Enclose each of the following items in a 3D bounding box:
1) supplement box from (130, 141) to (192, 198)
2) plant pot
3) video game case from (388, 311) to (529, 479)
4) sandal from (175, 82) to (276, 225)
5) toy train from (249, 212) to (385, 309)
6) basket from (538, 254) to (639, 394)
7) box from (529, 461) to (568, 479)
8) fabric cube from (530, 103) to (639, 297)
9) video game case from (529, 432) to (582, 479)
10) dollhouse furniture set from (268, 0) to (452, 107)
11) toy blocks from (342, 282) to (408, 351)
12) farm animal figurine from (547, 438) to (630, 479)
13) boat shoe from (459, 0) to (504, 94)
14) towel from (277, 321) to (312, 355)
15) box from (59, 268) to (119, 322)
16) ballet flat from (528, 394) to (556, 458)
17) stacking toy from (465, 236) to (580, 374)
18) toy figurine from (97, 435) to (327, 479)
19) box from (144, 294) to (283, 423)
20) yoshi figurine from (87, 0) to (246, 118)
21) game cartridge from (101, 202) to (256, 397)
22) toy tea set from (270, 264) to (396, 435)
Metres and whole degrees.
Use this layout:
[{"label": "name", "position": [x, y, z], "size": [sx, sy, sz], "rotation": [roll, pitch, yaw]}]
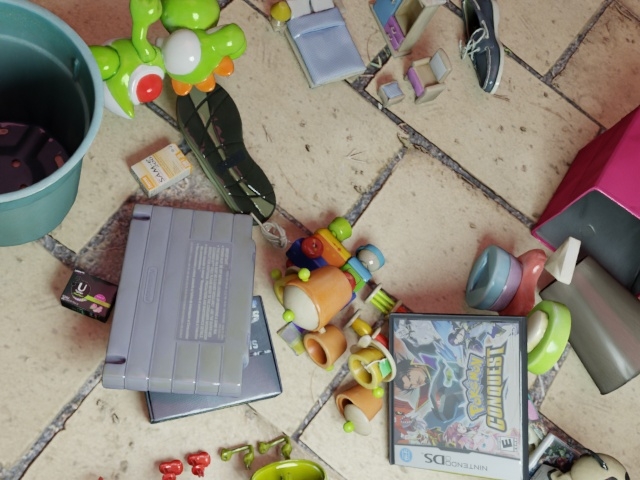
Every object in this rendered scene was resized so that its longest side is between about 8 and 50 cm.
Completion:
[{"label": "supplement box", "position": [-0.299, -0.133, 1.482], "size": [0.098, 0.036, 0.062], "rotation": [-35, 83, -23]}, {"label": "plant pot", "position": [-0.526, -0.158, 1.267], "size": [0.341, 0.334, 0.341], "rotation": [5, 70, -14]}, {"label": "video game case", "position": [0.234, 0.264, 1.361], "size": [0.035, 0.248, 0.275], "rotation": [3, 86, -57]}, {"label": "sandal", "position": [-0.191, -0.162, 1.502], "size": [0.120, 0.086, 0.303], "rotation": [-27, 95, -27]}, {"label": "toy train", "position": [0.000, 0.000, 1.488], "size": [0.248, 0.105, 0.143], "rotation": [47, 56, 4]}, {"label": "basket", "position": [0.556, 0.153, 1.558], "size": [0.204, 0.154, 0.227], "rotation": [-33, 79, -24]}, {"label": "box", "position": [0.415, 0.594, 1.361], "size": [0.295, 0.073, 0.293], "rotation": [44, 78, -4]}, {"label": "fabric cube", "position": [0.637, -0.075, 1.596], "size": [0.254, 0.259, 0.258], "rotation": [37, 66, 1]}, {"label": "video game case", "position": [0.430, 0.474, 1.433], "size": [0.173, 0.022, 0.190], "rotation": [36, 93, -3]}, {"label": "dollhouse furniture set", "position": [0.084, -0.414, 1.596], "size": [0.303, 0.198, 0.286], "rotation": [-19, 77, -20]}, {"label": "toy blocks", "position": [0.133, 0.170, 1.484], "size": [0.148, 0.054, 0.123], "rotation": [41, 67, 1]}, {"label": "farm animal figurine", "position": [0.505, 0.472, 1.270], "size": [0.330, 0.172, 0.327], "rotation": [-36, 91, -15]}, {"label": "boat shoe", "position": [0.352, -0.436, 1.733], "size": [0.079, 0.095, 0.254], "rotation": [8, 68, -14]}, {"label": "towel", "position": [-0.033, 0.169, 1.464], "size": [0.083, 0.009, 0.060], "rotation": [-39, 84, -23]}, {"label": "box", "position": [-0.399, 0.097, 1.367], "size": [0.083, 0.052, 0.062], "rotation": [22, 68, -5]}, {"label": "ballet flat", "position": [0.399, 0.370, 1.471], "size": [0.079, 0.077, 0.221], "rotation": [-35, 89, -22]}, {"label": "stacking toy", "position": [0.330, 0.123, 1.437], "size": [0.130, 0.279, 0.309], "rotation": [22, 63, -9]}, {"label": "toy figurine", "position": [-0.175, 0.482, 1.277], "size": [0.362, 0.191, 0.217], "rotation": [-7, 104, -25]}, {"label": "box", "position": [-0.198, 0.206, 1.379], "size": [0.233, 0.059, 0.183], "rotation": [-9, 74, -17]}, {"label": "yoshi figurine", "position": [-0.323, -0.364, 1.440], "size": [0.362, 0.203, 0.203], "rotation": [-16, 33, -3]}, {"label": "game cartridge", "position": [-0.231, 0.096, 1.352], "size": [0.230, 0.068, 0.355], "rotation": [9, 52, -10]}, {"label": "toy tea set", "position": [0.009, 0.193, 1.359], "size": [0.124, 0.200, 0.336], "rotation": [-31, 91, -32]}]
